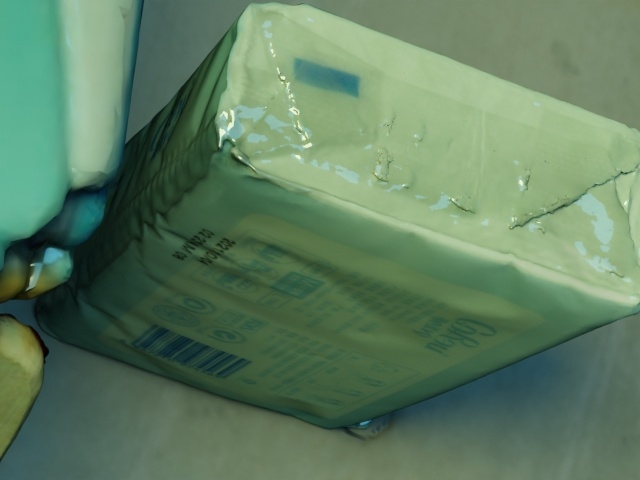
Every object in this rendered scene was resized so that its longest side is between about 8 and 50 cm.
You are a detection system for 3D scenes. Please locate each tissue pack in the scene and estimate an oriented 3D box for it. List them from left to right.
[{"bbox_3d":[0.000,0.000,0.763,0.177,0.263,0.089,19,67,-17],"label":"tissue pack"}]

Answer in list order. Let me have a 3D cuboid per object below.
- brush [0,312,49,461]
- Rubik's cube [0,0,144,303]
[{"bbox_3d":[-0.164,0.125,0.636,0.085,0.336,0.020,18,45,-16],"label":"brush"},{"bbox_3d":[-0.257,-0.165,0.568,0.347,0.352,0.351,5,93,-26],"label":"Rubik's cube"}]
